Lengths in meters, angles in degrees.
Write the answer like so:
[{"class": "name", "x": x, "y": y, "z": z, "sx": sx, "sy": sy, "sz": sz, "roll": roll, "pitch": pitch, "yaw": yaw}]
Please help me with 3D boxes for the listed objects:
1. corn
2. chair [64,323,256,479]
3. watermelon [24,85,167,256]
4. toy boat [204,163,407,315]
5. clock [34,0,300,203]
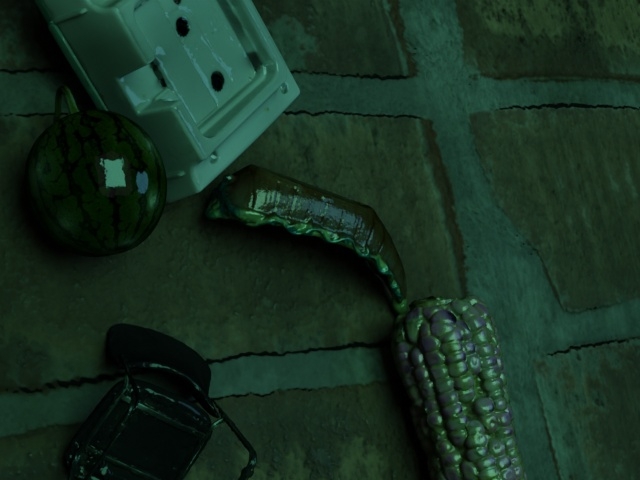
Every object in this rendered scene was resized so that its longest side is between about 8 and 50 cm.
[{"class": "corn", "x": 0.170, "y": 0.224, "z": 1.485, "sx": 0.127, "sy": 0.127, "sz": 0.335, "roll": -8, "pitch": 78, "yaw": -36}, {"class": "chair", "x": -0.171, "y": 0.192, "z": 1.281, "sx": 0.140, "sy": 0.221, "sz": 0.145, "roll": 30, "pitch": 101, "yaw": -23}, {"class": "watermelon", "x": -0.232, "y": -0.075, "z": 1.314, "sx": 0.141, "sy": 0.141, "sz": 0.187, "roll": -17, "pitch": 79, "yaw": -37}, {"class": "toy boat", "x": 0.008, "y": -0.009, "z": 1.483, "sx": 0.293, "sy": 0.108, "sz": 0.099, "roll": 27, "pitch": 93, "yaw": -29}, {"class": "clock", "x": -0.142, "y": -0.208, "z": 1.401, "sx": 0.231, "sy": 0.116, "sz": 0.262, "roll": -46, "pitch": 118, "yaw": -38}]
